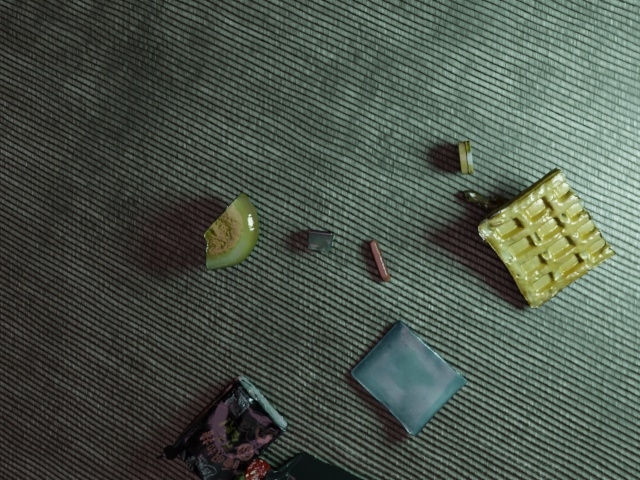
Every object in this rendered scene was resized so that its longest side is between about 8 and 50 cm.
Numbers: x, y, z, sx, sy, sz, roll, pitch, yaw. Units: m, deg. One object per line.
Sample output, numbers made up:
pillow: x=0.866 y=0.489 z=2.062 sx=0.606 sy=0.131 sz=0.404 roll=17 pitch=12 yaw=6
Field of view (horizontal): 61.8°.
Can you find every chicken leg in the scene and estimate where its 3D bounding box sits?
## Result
chicken leg: x=0.526 y=-0.108 z=1.639 sx=0.198 sy=0.085 sz=0.069 roll=24 pitch=119 yaw=21

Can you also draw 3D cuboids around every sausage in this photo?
sausage: x=0.189 y=0.064 z=1.715 sx=0.035 sy=0.030 sz=0.147 roll=-22 pitch=88 yaw=8

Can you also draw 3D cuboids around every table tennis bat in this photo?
table tennis bat: x=-0.532 y=0.740 z=1.852 sx=0.083 sy=0.007 sz=0.050 roll=-24 pitch=88 yaw=7

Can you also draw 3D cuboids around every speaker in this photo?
speaker: x=0.015 y=0.822 z=1.666 sx=0.388 sy=0.184 sz=0.180 roll=18 pitch=94 yaw=14

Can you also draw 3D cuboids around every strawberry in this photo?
strawberry: x=-0.209 y=0.765 z=1.696 sx=0.140 sy=0.192 sz=0.085 roll=-34 pitch=56 yaw=-23

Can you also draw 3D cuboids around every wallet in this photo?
wallet: x=0.277 y=0.436 z=1.697 sx=0.290 sy=0.054 sz=0.251 roll=41 pitch=95 yaw=7

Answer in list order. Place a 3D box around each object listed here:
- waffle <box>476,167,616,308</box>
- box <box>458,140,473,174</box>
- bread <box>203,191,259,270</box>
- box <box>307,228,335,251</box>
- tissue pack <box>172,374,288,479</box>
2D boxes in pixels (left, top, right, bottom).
waffle: x=0.652 y=-0.004 z=1.564 sx=0.304 sy=0.077 sz=0.348 roll=-36 pitch=108 yaw=9
box: x=0.443 y=-0.253 z=1.632 sx=0.037 sy=0.105 sz=0.105 roll=-6 pitch=90 yaw=15
bread: x=-0.283 y=-0.013 z=1.737 sx=0.156 sy=0.158 sz=0.261 roll=42 pitch=96 yaw=-4
box: x=0.000 y=0.000 z=1.732 sx=0.084 sy=0.060 sz=0.063 roll=7 pitch=97 yaw=8
tissue pack: x=-0.297 y=0.637 z=1.761 sx=0.245 sy=0.123 sz=0.332 roll=44 pitch=94 yaw=11
